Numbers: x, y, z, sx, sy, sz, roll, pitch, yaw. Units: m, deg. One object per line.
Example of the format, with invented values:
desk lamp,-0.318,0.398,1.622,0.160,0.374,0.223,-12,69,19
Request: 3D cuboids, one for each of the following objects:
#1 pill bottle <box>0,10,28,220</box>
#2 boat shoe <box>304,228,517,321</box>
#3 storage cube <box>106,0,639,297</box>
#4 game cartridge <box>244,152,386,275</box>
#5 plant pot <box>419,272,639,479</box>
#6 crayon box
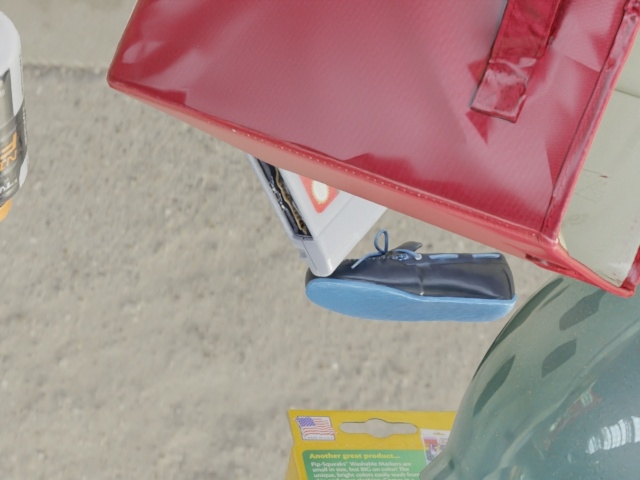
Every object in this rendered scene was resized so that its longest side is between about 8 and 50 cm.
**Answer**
pill bottle,-0.360,-0.114,1.344,0.130,0.130,0.246,6,142,-4
boat shoe,0.105,0.046,1.618,0.258,0.089,0.109,8,153,-17
storage cube,0.061,-0.099,0.567,0.193,0.215,0.184,21,91,22
game cartridge,-0.001,-0.132,1.481,0.060,0.196,0.294,4,133,40
plant pot,0.187,0.165,0.837,0.196,0.293,0.293,-35,113,1
crayon box,0.080,0.309,1.355,0.203,0.323,0.083,2,126,-14
